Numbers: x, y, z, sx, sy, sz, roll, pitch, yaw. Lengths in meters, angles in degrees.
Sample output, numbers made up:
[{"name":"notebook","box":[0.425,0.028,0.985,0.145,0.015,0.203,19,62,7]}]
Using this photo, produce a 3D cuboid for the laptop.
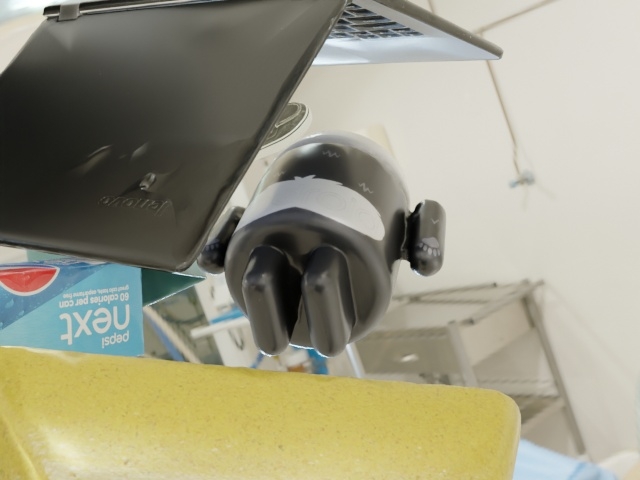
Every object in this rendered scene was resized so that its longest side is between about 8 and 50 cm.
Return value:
[{"name":"laptop","box":[-0.103,-0.102,0.845,0.382,0.236,0.408,7,1,37]}]

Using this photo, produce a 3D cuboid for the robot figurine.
[{"name":"robot figurine","box":[0.002,0.002,0.951,0.173,0.209,0.278,-53,10,34]}]

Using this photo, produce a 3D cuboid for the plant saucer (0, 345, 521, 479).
[{"name":"plant saucer","box":[-0.047,0.241,0.510,0.333,0.332,0.081,7,4,-14]}]

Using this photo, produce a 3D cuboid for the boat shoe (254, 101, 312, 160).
[{"name":"boat shoe","box":[-0.104,-0.174,1.443,0.219,0.070,0.078,-33,47,-26]}]

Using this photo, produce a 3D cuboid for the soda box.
[{"name":"soda box","box":[-0.210,0.052,0.586,0.067,0.071,0.210,2,4,33]}]

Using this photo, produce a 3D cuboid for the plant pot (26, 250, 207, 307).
[{"name":"plant pot","box":[-0.290,-0.035,1.219,0.166,0.234,0.166,-24,-16,20]}]
